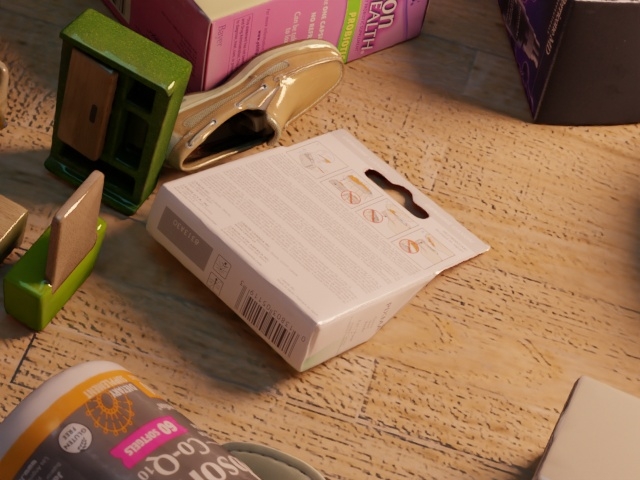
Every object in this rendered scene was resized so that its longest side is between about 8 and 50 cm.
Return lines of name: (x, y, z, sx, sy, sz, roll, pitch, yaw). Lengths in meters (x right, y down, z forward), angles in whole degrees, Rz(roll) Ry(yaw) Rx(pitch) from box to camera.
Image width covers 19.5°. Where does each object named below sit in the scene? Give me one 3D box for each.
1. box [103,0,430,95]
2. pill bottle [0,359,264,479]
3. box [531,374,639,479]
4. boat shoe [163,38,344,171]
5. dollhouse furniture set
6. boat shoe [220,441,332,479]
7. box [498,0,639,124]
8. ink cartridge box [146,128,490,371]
box: (-0.057, -0.251, 1.639, 0.243, 0.117, 0.213, -24, 57, -27)
pill bottle: (-0.087, 0.215, 1.197, 0.278, 0.162, 0.162, 36, 53, 20)
box: (0.283, 0.210, 1.316, 0.275, 0.094, 0.113, 23, 49, 10)
boat shoe: (-0.051, -0.103, 1.540, 0.190, 0.068, 0.072, -30, 43, -19)
dollhouse furniture set: (-0.285, -0.099, 1.425, 0.301, 0.151, 0.197, 29, 50, 9)
boat shoe: (0.016, 0.215, 1.282, 0.228, 0.069, 0.081, 32, 91, 22)
box: (0.233, -0.227, 1.648, 0.108, 0.153, 0.207, -1, 49, -11)
ink cartridge box: (0.000, 0.000, 1.490, 0.181, 0.056, 0.225, 41, 36, 24)
